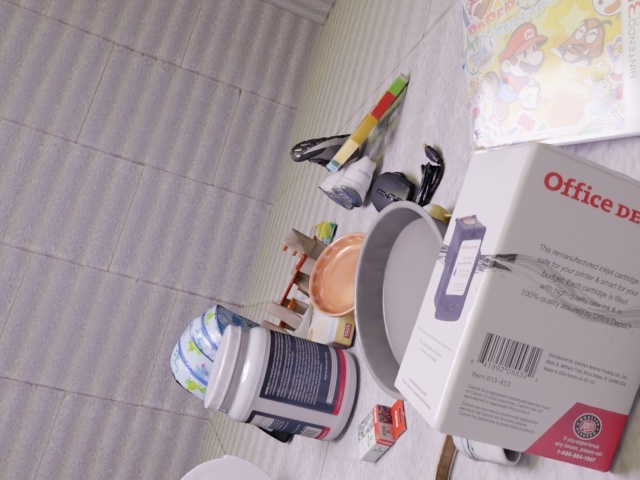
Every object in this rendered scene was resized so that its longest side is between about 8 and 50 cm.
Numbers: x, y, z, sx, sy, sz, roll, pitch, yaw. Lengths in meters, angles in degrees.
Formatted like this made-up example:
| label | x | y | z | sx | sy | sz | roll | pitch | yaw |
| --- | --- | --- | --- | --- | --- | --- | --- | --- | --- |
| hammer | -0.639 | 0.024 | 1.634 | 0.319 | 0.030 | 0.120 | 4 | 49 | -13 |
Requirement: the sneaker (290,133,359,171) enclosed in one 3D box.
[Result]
| label | x | y | z | sx | sy | sz | roll | pitch | yaw |
| --- | --- | --- | --- | --- | --- | --- | --- | --- | --- |
| sneaker | 0.027 | -0.243 | 1.430 | 0.100 | 0.271 | 0.108 | 6 | 106 | 42 |

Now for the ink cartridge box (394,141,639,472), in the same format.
| label | x | y | z | sx | sy | sz | roll | pitch | yaw |
| --- | --- | --- | --- | --- | --- | --- | --- | --- | --- |
| ink cartridge box | 0.193 | 0.055 | 0.444 | 0.100 | 0.172 | 0.237 | -153 | 81 | -77 |

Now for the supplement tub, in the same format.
| label | x | y | z | sx | sy | sz | roll | pitch | yaw |
| --- | --- | --- | --- | --- | --- | --- | --- | --- | --- |
| supplement tub | -0.080 | 0.288 | 1.028 | 0.191 | 0.272 | 0.191 | -162 | 90 | -77 |

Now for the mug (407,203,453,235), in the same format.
| label | x | y | z | sx | sy | sz | roll | pitch | yaw |
| --- | --- | --- | --- | --- | --- | --- | --- | --- | --- |
| mug | 0.191 | -0.023 | 0.836 | 0.062 | 0.078 | 0.064 | 61 | -131 | -62 |

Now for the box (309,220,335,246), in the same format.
| label | x | y | z | sx | sy | sz | roll | pitch | yaw |
| --- | --- | --- | --- | --- | --- | --- | --- | --- | --- |
| box | 0.000 | 0.000 | 1.580 | 0.179 | 0.043 | 0.105 | 162 | 124 | -72 |

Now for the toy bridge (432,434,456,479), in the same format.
| label | x | y | z | sx | sy | sz | roll | pitch | yaw |
| --- | --- | --- | --- | --- | --- | --- | --- | --- | --- |
| toy bridge | 0.155 | 0.303 | 0.594 | 0.063 | 0.026 | 0.188 | 125 | 158 | -58 |

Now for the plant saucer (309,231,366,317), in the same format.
| label | x | y | z | sx | sy | sz | roll | pitch | yaw |
| --- | --- | --- | --- | --- | --- | --- | --- | --- | --- |
| plant saucer | 0.059 | 0.077 | 1.099 | 0.200 | 0.037 | 0.200 | -27 | 45 | 31 |

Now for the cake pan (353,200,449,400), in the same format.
| label | x | y | z | sx | sy | sz | roll | pitch | yaw |
| --- | --- | --- | --- | --- | --- | --- | --- | --- | --- |
| cake pan | 0.133 | 0.087 | 0.760 | 0.293 | 0.054 | 0.293 | -177 | 90 | -69 |

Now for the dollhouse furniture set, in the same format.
| label | x | y | z | sx | sy | sz | roll | pitch | yaw |
| --- | --- | --- | --- | --- | --- | --- | --- | --- | --- |
| dollhouse furniture set | -0.069 | 0.103 | 1.367 | 0.259 | 0.135 | 0.262 | -62 | 0 | 39 |

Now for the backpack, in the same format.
| label | x | y | z | sx | sy | sz | roll | pitch | yaw |
| --- | --- | --- | --- | --- | --- | --- | --- | --- | --- |
| backpack | -0.217 | 0.336 | 1.347 | 0.290 | 0.355 | 0.273 | -101 | 32 | -65 |

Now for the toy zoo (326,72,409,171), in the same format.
| label | x | y | z | sx | sy | sz | roll | pitch | yaw |
| --- | --- | --- | --- | --- | --- | --- | --- | --- | --- |
| toy zoo | 0.109 | -0.289 | 1.314 | 0.293 | 0.030 | 0.192 | -54 | 7 | -21 |

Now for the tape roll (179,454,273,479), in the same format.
| label | x | y | z | sx | sy | sz | roll | pitch | yaw |
| --- | --- | --- | --- | --- | --- | --- | --- | --- | --- |
| tape roll | -0.221 | 0.640 | 1.122 | 0.100 | 0.286 | 0.286 | 125 | 158 | -53 |

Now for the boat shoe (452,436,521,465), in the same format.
| label | x | y | z | sx | sy | sz | roll | pitch | yaw |
| --- | --- | --- | --- | --- | --- | --- | --- | --- | --- |
| boat shoe | 0.201 | 0.130 | 0.558 | 0.076 | 0.083 | 0.226 | -15 | 69 | 61 |

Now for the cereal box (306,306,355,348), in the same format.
| label | x | y | z | sx | sy | sz | roll | pitch | yaw |
| --- | --- | --- | --- | --- | --- | --- | --- | --- | --- |
| cereal box | 0.029 | 0.180 | 1.209 | 0.240 | 0.047 | 0.173 | 138 | 150 | -64 |

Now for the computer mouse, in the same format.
| label | x | y | z | sx | sy | sz | roll | pitch | yaw |
| --- | --- | --- | --- | --- | --- | --- | --- | --- | --- |
| computer mouse | 0.164 | -0.122 | 1.035 | 0.262 | 0.060 | 0.184 | -104 | 34 | -65 |

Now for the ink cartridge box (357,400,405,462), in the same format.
| label | x | y | z | sx | sy | sz | roll | pitch | yaw |
| --- | --- | --- | --- | --- | --- | --- | --- | --- | --- |
| ink cartridge box | 0.097 | 0.305 | 0.818 | 0.063 | 0.029 | 0.115 | -88 | 20 | -50 |

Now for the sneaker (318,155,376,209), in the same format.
| label | x | y | z | sx | sy | sz | roll | pitch | yaw |
| --- | --- | --- | --- | --- | --- | --- | --- | --- | --- |
| sneaker | 0.083 | -0.160 | 1.380 | 0.129 | 0.111 | 0.297 | -56 | 15 | -4 |

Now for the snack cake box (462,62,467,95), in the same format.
| label | x | y | z | sx | sy | sz | roll | pitch | yaw |
| --- | --- | --- | --- | --- | --- | --- | --- | --- | --- |
| snack cake box | 0.295 | -0.270 | 0.635 | 0.264 | 0.089 | 0.152 | 122 | 161 | -48 |

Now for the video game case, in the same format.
| label | x | y | z | sx | sy | sz | roll | pitch | yaw |
| --- | --- | --- | --- | --- | --- | --- | --- | --- | --- |
| video game case | 0.252 | -0.206 | 0.553 | 0.227 | 0.026 | 0.206 | 4 | 101 | 59 |
